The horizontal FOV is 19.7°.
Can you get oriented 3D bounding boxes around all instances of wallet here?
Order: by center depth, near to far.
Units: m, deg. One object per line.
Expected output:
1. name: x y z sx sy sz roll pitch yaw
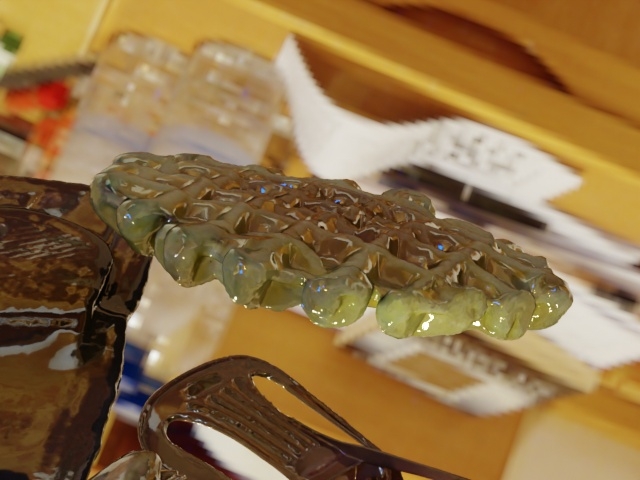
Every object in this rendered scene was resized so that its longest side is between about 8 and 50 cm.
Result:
1. wallet: -0.245 0.056 1.270 0.247 0.323 0.041 3 132 8

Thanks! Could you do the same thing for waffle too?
1. waffle: 0.000 0.000 1.231 0.309 0.056 0.292 4 -165 -30

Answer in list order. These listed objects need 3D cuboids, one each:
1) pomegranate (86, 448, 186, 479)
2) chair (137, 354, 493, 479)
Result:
1. pomegranate: -0.194 0.242 0.990 0.285 0.341 0.285 39 158 19
2. chair: -0.003 0.246 1.614 0.326 0.176 0.183 23 129 43
